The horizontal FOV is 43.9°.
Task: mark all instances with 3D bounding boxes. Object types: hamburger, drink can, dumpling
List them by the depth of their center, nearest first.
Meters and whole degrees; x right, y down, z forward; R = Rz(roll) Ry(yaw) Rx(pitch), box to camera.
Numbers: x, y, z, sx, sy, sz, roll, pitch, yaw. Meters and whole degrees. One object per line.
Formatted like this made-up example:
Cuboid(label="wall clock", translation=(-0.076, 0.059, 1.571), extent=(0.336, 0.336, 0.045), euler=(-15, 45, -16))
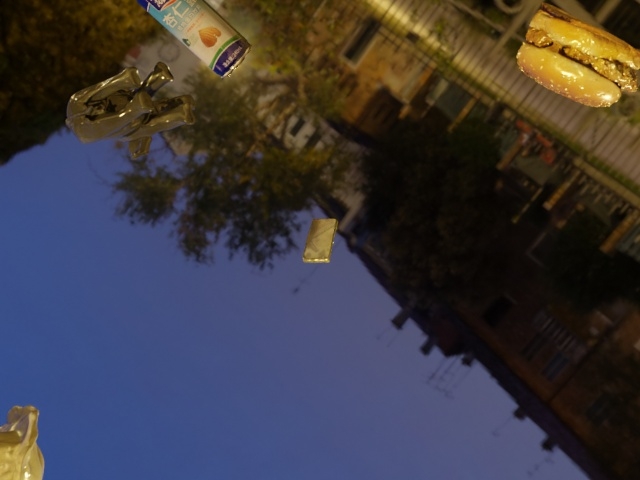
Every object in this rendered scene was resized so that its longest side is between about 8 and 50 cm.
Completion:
Cuboid(label="hamburger", translation=(0.402, -0.276, 1.227), extent=(0.191, 0.118, 0.182), euler=(23, -157, 3))
Cuboid(label="dumpling", translation=(-0.503, 0.348, 1.247), extent=(0.147, 0.193, 0.258), euler=(42, 155, -25))
Cuboid(label="drink can", translation=(-0.251, -0.434, 1.579), extent=(0.235, 0.097, 0.097), euler=(41, -170, -22))

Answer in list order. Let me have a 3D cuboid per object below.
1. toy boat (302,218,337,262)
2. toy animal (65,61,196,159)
Cuboid(label="toy boat", translation=(0.000, 0.000, 1.759), extent=(0.016, 0.063, 0.115), euler=(68, -152, -48))
Cuboid(label="toy animal", translation=(-0.272, -0.195, 1.157), extent=(0.245, 0.146, 0.114), euler=(6, -118, -64))
